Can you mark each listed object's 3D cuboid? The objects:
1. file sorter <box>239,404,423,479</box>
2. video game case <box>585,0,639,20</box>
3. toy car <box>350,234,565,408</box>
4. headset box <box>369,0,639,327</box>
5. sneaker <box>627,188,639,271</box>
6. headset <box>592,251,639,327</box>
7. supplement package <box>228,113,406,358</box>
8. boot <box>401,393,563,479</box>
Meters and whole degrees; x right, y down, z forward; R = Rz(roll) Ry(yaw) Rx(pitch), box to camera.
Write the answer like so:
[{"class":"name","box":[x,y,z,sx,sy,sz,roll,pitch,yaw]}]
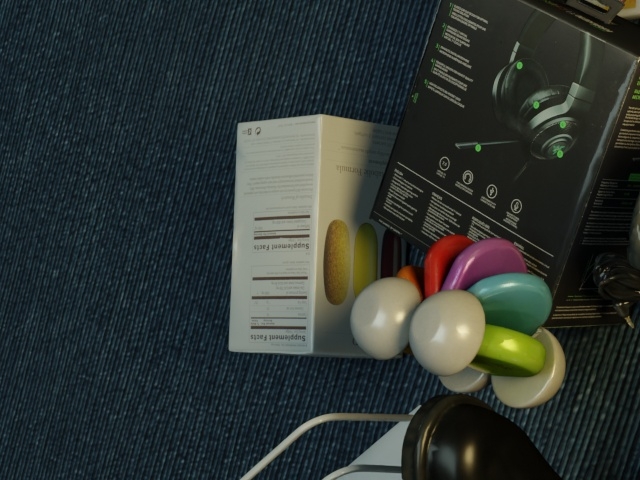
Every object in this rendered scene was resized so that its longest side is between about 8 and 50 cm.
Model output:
[{"class":"file sorter","box":[0.047,0.327,1.854,0.193,0.173,0.278,-44,55,33]},{"class":"video game case","box":[0.235,-0.310,1.844,0.227,0.026,0.206,-2,84,45]},{"class":"toy car","box":[0.131,0.062,1.649,0.182,0.159,0.136,11,79,52]},{"class":"headset box","box":[0.206,-0.098,1.750,0.246,0.131,0.283,33,113,41]},{"class":"sneaker","box":[0.362,-0.051,1.516,0.130,0.286,0.109,36,147,33]},{"class":"headset","box":[0.357,0.107,1.506,0.394,0.185,0.243,-120,50,-67]},{"class":"supplement package","box":[0.000,0.000,1.968,0.134,0.139,0.244,-2,85,47]},{"class":"boot","box":[0.250,0.260,1.597,0.260,0.131,0.348,-14,119,48]}]
